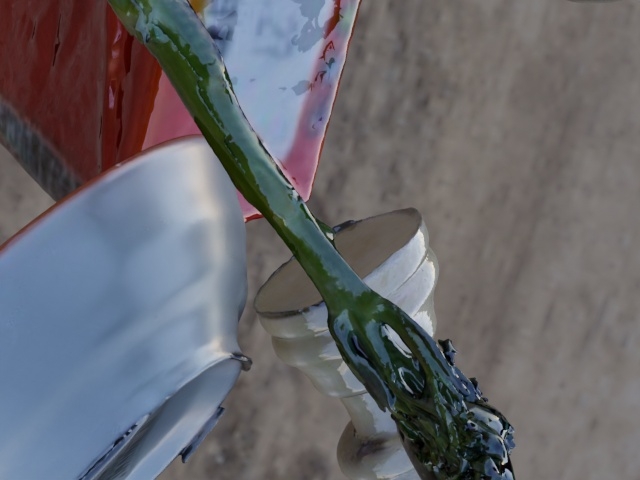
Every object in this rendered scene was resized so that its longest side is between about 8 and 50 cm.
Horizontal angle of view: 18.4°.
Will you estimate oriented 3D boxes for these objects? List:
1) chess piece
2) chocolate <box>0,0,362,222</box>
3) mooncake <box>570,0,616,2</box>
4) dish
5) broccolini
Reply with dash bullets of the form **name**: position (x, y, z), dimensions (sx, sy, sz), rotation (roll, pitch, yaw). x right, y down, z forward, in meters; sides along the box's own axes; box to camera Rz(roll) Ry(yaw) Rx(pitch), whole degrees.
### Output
- **chess piece**: position (0.070, 0.143, 1.510), dimensions (0.307, 0.124, 0.139), rotation (66, 28, -20)
- **chocolate**: position (-0.111, -0.216, 1.221), dimensions (0.161, 0.360, 0.341), rotation (0, 116, -35)
- **mooncake**: position (0.306, -0.450, 1.848), dimensions (0.262, 0.467, 0.467), rotation (1, 109, -15)
- **dish**: position (-0.107, 0.076, 0.852), dimensions (0.260, 0.085, 0.260), rotation (-43, 169, -10)
- **broccolini**: position (0.006, -0.003, 0.753), dimensions (0.057, 0.071, 0.254), rotation (-31, 92, -36)
